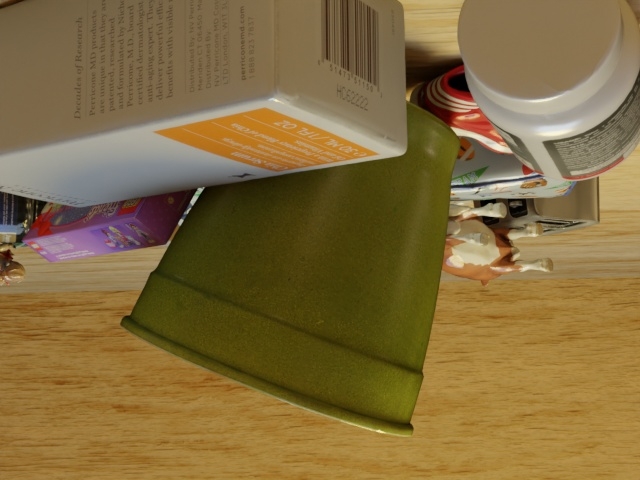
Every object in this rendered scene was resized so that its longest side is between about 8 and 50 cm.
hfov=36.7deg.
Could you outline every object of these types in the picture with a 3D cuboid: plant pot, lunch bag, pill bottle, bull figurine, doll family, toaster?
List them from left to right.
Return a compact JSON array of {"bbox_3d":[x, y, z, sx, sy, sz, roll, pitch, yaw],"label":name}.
[{"bbox_3d":[-0.546,-0.058,1.615,0.219,0.122,0.123,2,170,-18],"label":"pill bottle"},{"bbox_3d":[-0.546,-0.021,1.734,0.163,0.118,0.263,15,-155,1],"label":"doll family"},{"bbox_3d":[0.000,0.000,1.151,0.366,0.353,0.366,21,177,1],"label":"plant pot"},{"bbox_3d":[0.216,-0.113,1.397,0.303,0.115,0.243,-1,176,8],"label":"lunch bag"},{"bbox_3d":[0.256,0.008,1.566,0.188,0.101,0.310,-11,163,44],"label":"bull figurine"},{"bbox_3d":[0.374,-0.075,1.654,0.186,0.110,0.168,4,171,-28],"label":"toaster"},{"bbox_3d":[0.230,-0.162,0.932,0.161,0.161,0.283,-4,170,20],"label":"pill bottle"}]

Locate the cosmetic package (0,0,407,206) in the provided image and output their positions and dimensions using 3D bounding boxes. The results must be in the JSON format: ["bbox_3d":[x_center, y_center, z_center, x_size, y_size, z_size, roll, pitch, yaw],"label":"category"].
[{"bbox_3d":[-0.164,-0.150,0.966,0.453,0.161,0.230,-6,169,33],"label":"cosmetic package"}]

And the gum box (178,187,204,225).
[{"bbox_3d":[-0.175,-0.071,1.606,0.157,0.041,0.184,-12,153,10],"label":"gum box"}]

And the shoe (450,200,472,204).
[{"bbox_3d":[0.188,-0.078,1.766,0.219,0.058,0.076,3,169,-25],"label":"shoe"}]

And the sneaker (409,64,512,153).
[{"bbox_3d":[0.231,-0.162,1.173,0.221,0.087,0.128,1,172,-19],"label":"sneaker"}]

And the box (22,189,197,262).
[{"bbox_3d":[-0.254,-0.076,1.259,0.293,0.201,0.057,-7,138,48],"label":"box"}]

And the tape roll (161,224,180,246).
[{"bbox_3d":[-0.279,-0.048,1.873,0.392,0.072,0.392,-2,171,0],"label":"tape roll"}]
